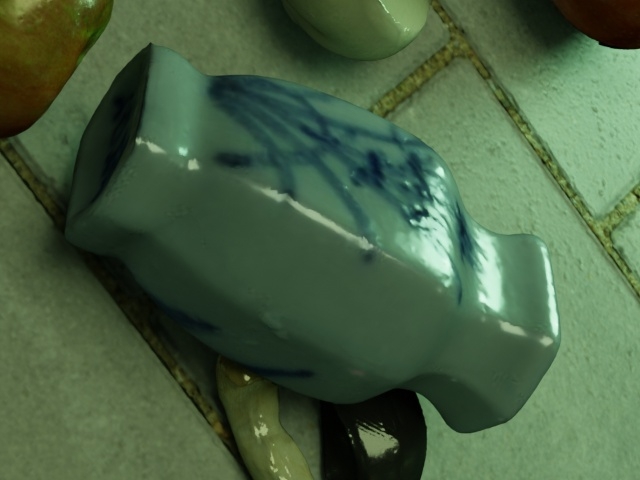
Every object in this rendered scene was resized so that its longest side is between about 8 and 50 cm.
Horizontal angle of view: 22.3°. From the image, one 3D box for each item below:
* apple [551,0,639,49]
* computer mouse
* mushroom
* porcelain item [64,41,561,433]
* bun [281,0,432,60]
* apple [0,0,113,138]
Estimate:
[{"bbox_3d":[0.336,-0.331,1.669,0.206,0.251,0.272,46,67,-12],"label":"apple"},{"bbox_3d":[0.048,0.159,1.426,0.099,0.057,0.172,-3,72,-33],"label":"computer mouse"},{"bbox_3d":[-0.035,0.184,1.369,0.059,0.054,0.202,-20,90,-38],"label":"mushroom"},{"bbox_3d":[0.000,0.000,1.344,0.405,0.178,0.242,28,38,-23],"label":"porcelain item"},{"bbox_3d":[0.019,-0.247,1.506,0.173,0.120,0.172,38,43,-48],"label":"bun"},{"bbox_3d":[-0.260,-0.183,1.256,0.196,0.196,0.196,12,68,-31],"label":"apple"}]
